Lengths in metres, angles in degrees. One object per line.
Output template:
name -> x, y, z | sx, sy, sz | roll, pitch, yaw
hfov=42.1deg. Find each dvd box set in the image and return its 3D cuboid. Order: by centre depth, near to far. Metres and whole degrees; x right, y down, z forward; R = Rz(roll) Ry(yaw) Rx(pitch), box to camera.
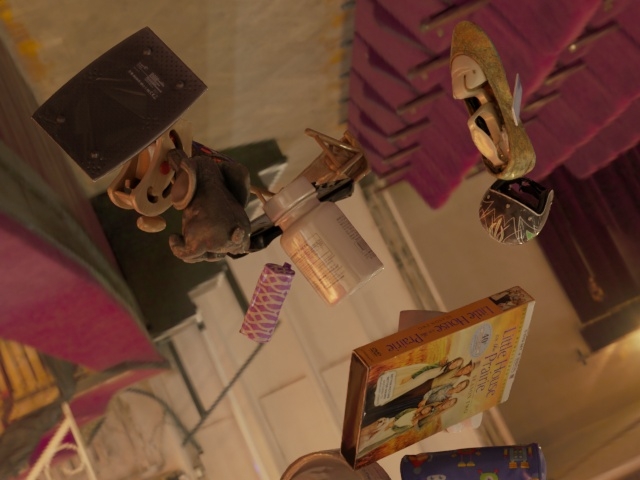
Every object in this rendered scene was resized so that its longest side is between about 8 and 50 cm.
dvd box set -> 0.240, 0.282, 1.707 | 0.421, 0.062, 0.307 | -17, 132, -27

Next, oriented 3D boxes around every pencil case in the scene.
pencil case -> 0.317, 0.500, 1.731 | 0.306, 0.133, 0.119 | -10, 173, 14
pencil case -> -0.129, 0.156, 2.066 | 0.088, 0.086, 0.206 | -4, 119, -61

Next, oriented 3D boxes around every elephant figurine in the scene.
elephant figurine -> -0.213, -0.089, 1.520 | 0.186, 0.239, 0.169 | -13, 170, 14

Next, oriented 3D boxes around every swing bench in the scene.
swing bench -> -0.014, -0.162, 2.250 | 0.253, 0.165, 0.255 | -43, 164, 24

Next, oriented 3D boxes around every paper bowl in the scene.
paper bowl -> 0.019, 0.584, 1.742 | 0.284, 0.284, 0.148 | -29, 156, 28

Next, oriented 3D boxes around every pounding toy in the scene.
pounding toy -> -0.368, -0.141, 1.674 | 0.155, 0.269, 0.154 | 17, -163, 30

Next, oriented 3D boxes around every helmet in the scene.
helmet -> 0.446, -0.068, 1.926 | 0.161, 0.169, 0.169 | -49, -176, -27

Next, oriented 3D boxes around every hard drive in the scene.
hard drive -> -0.336, -0.227, 1.409 | 0.255, 0.172, 0.054 | -44, 176, -16

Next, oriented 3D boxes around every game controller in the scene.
game controller -> -0.068, -0.054, 1.724 | 0.319, 0.067, 0.166 | -33, -173, -38

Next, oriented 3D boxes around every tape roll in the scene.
tape roll -> 0.333, 0.250, 2.390 | 0.219, 0.072, 0.219 | 7, 170, 1

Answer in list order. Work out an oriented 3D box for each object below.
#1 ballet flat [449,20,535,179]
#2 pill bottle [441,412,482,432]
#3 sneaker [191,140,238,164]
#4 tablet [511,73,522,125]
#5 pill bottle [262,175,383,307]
ballet flat -> 0.336, -0.285, 1.719 | 0.123, 0.348, 0.123 | -23, -177, 1
pill bottle -> 0.314, 0.450, 2.216 | 0.216, 0.121, 0.121 | -5, -176, 30
sneaker -> -0.273, -0.183, 1.936 | 0.083, 0.221, 0.087 | -64, 159, 12
tablet -> 0.362, -0.260, 1.530 | 0.006, 0.083, 0.054 | 1, 150, 24
pill bottle -> 0.000, 0.000, 1.547 | 0.131, 0.229, 0.131 | -38, 177, -2
